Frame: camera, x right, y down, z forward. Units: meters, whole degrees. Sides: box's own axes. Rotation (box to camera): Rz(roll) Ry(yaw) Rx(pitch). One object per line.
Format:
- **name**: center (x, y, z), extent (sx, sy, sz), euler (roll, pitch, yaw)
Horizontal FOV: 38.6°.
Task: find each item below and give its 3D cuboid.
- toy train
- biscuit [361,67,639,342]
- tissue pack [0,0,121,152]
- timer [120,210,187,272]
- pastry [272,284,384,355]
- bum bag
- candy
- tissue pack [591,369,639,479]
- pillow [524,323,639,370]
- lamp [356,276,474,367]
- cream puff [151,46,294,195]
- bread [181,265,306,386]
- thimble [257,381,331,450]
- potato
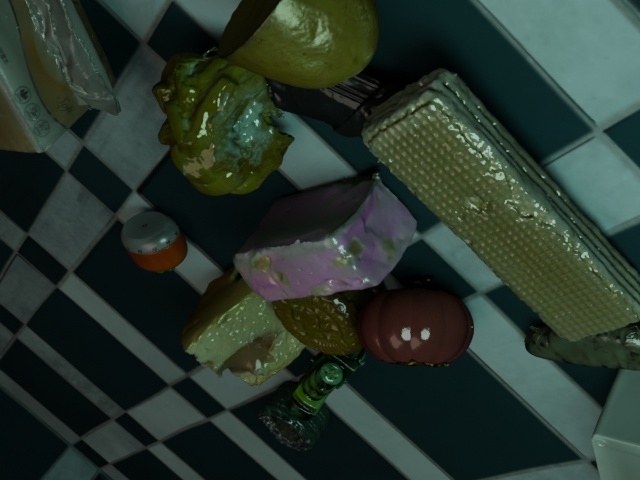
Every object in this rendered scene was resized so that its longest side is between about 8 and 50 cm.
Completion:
- **toy train**: center (0.013, 0.250, 1.686), extent (0.083, 0.132, 0.200), euler (35, 148, 2)
- **biscuit**: center (0.239, -0.034, 1.148), extent (0.426, 0.078, 0.144), euler (41, 139, -19)
- **tissue pack**: center (-0.437, -0.310, 1.362), extent (0.238, 0.238, 0.306), euler (12, 138, 33)
- **timer**: center (-0.307, 0.011, 1.731), extent (0.136, 0.099, 0.136), euler (33, 159, 14)
- **pastry**: center (0.016, 0.108, 1.540), extent (0.188, 0.103, 0.189), euler (23, 143, 19)
- **bum bag**: center (0.045, -0.186, 1.205), extent (0.248, 0.060, 0.123), euler (29, 144, 10)
- **candy**: center (0.000, 0.000, 1.381), extent (0.265, 0.155, 0.116), euler (-11, 127, 49)
- **tissue pack**: center (0.500, 0.322, 1.324), extent (0.159, 0.136, 0.246), euler (10, 138, 35)
- **pillow**: center (0.388, 0.141, 1.286), extent (0.241, 0.051, 0.093), euler (4, 139, 41)
- **lamp**: center (0.145, 0.125, 1.406), extent (0.182, 0.140, 0.182), euler (1, 174, 0)
- **cream puff**: center (-0.157, -0.170, 1.315), extent (0.194, 0.195, 0.221), euler (12, 134, 32)
- **bread**: center (-0.138, 0.145, 1.732), extent (0.183, 0.224, 0.211), euler (46, 180, -23)
- **thimble**: center (-0.053, 0.372, 1.928), extent (0.135, 0.090, 0.118), euler (41, 144, -2)
- **potato**: center (-0.009, -0.256, 1.094), extent (0.158, 0.178, 0.203), euler (36, 111, -23)
